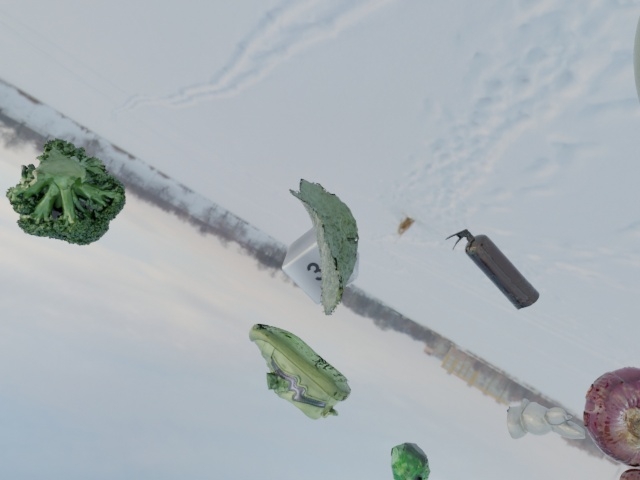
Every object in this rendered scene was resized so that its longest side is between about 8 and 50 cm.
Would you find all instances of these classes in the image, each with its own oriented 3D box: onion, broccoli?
[{"bbox_3d":[0.745,0.415,1.132,0.230,0.230,0.163,30,-171,8],"label":"onion"},{"bbox_3d":[-0.442,-0.085,0.823,0.195,0.195,0.156,30,135,3],"label":"broccoli"}]

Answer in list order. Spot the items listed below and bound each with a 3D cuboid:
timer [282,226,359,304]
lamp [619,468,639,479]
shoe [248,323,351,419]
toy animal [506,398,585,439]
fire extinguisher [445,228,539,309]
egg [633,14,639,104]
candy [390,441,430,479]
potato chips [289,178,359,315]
[{"bbox_3d":[0.006,0.072,1.650,0.195,0.192,0.194,48,-158,-15],"label":"timer"},{"bbox_3d":[0.648,0.500,0.926,0.101,0.090,0.101,35,165,11],"label":"lamp"},{"bbox_3d":[-0.059,0.274,1.002,0.262,0.128,0.140,31,165,18],"label":"shoe"},{"bbox_3d":[0.700,0.552,1.448,0.220,0.104,0.130,-23,180,44],"label":"toy animal"},{"bbox_3d":[0.437,0.067,1.196,0.268,0.089,0.072,46,-178,-5],"label":"fire extinguisher"},{"bbox_3d":[0.517,-0.192,0.534,0.352,0.258,0.258,55,171,-12],"label":"egg"},{"bbox_3d":[0.216,0.530,0.958,0.097,0.097,0.323,31,-177,-10],"label":"candy"},{"bbox_3d":[0.008,-0.001,0.635,0.228,0.059,0.167,-64,-48,-69],"label":"potato chips"}]
